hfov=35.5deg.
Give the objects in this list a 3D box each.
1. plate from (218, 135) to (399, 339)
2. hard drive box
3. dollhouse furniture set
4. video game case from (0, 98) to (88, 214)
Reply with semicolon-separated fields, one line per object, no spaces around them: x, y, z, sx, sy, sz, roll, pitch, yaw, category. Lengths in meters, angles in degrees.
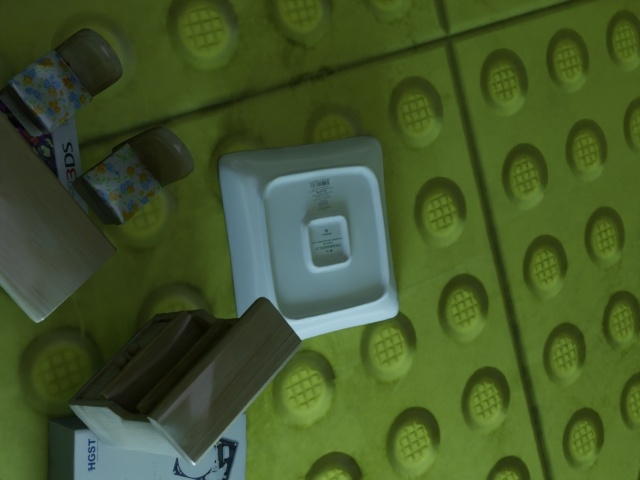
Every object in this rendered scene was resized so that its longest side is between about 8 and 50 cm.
0.000;0.000;1.410;0.277;0.045;0.278;-11;97;-34;plate
-0.213;0.306;1.242;0.232;0.089;0.181;0;90;-34;hard drive box
-0.251;0.027;1.031;0.362;0.256;0.394;-47;109;-29;dollhouse furniture set
-0.384;-0.054;1.144;0.232;0.042;0.210;-10;95;-34;video game case
